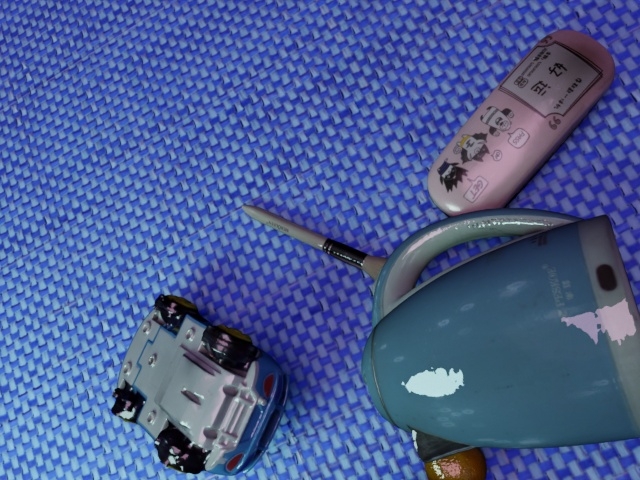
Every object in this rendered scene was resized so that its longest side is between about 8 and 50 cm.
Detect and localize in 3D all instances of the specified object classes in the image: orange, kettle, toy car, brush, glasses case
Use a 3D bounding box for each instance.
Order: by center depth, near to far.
[{"bbox_3d":[0.211,0.103,0.855,0.342,0.247,0.319,-17,54,23],"label":"kettle"},{"bbox_3d":[0.175,0.294,0.890,0.085,0.085,0.085,-4,76,18],"label":"orange"},{"bbox_3d":[0.277,-0.157,0.961,0.122,0.075,0.314,42,93,19],"label":"glasses case"},{"bbox_3d":[-0.173,0.205,0.990,0.314,0.166,0.198,16,80,51],"label":"toy car"},{"bbox_3d":[0.000,0.000,1.045,0.299,0.039,0.042,26,83,25],"label":"brush"}]
